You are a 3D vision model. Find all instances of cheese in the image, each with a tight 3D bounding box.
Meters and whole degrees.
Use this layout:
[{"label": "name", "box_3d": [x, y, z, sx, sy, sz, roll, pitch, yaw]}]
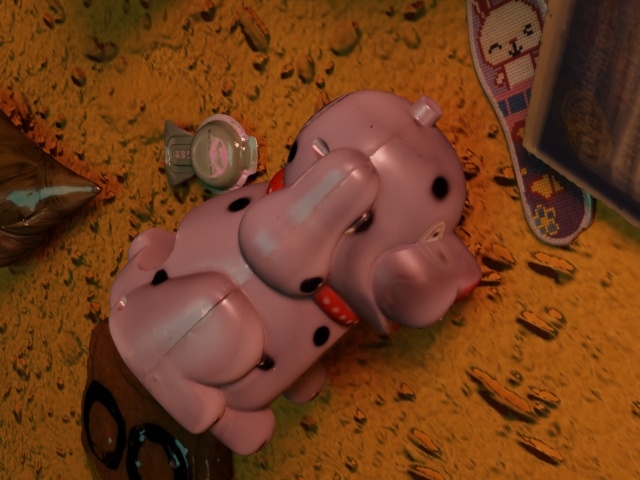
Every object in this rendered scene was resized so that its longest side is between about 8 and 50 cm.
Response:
[{"label": "cheese", "box_3d": [-0.093, -0.071, 0.903, 0.120, 0.026, 0.067, 6, 101, 46]}]

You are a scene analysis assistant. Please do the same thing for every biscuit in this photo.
[{"label": "biscuit", "box_3d": [-0.158, 0.182, 1.006, 0.208, 0.041, 0.291, 26, 116, 39]}]

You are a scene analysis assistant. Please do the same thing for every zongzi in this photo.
[{"label": "zongzi", "box_3d": [-0.305, -0.095, 1.073, 0.204, 0.094, 0.205, -29, 76, 41]}]

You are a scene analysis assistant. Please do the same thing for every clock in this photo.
[{"label": "clock", "box_3d": [0.000, 0.004, 0.740, 0.254, 0.189, 0.189, -40, 68, 26]}]

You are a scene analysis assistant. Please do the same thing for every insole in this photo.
[{"label": "insole", "box_3d": [0.129, -0.091, 0.685, 0.065, 0.004, 0.197, -18, 84, 46]}]

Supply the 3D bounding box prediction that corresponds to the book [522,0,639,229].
[{"label": "book", "box_3d": [0.230, -0.048, 0.509, 0.322, 0.018, 0.228, 42, 149, 32]}]
